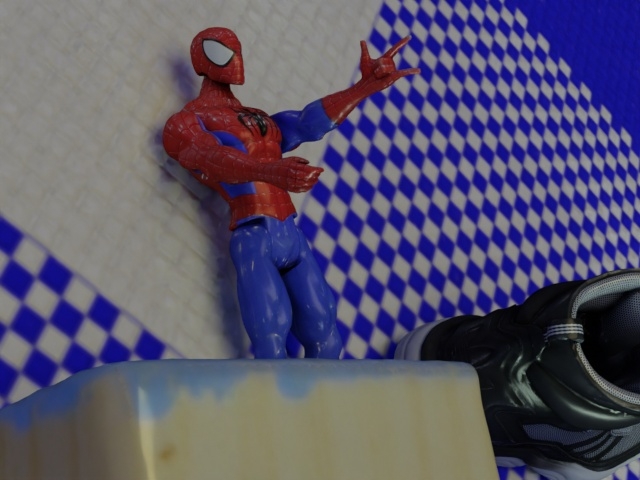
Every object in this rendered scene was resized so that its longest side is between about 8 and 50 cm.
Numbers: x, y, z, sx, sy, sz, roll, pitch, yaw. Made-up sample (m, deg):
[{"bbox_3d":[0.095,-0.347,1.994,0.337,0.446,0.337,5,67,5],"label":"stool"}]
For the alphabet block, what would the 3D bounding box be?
[{"bbox_3d":[-0.044,0.163,0.440,0.192,0.193,0.197,6,66,-43],"label":"alphabet block"}]

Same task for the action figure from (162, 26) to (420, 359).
[{"bbox_3d":[0.000,0.000,0.619,0.091,0.139,0.280,-6,73,-49],"label":"action figure"}]

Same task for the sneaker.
[{"bbox_3d":[0.183,0.091,0.746,0.268,0.153,0.101,13,62,-42],"label":"sneaker"}]
